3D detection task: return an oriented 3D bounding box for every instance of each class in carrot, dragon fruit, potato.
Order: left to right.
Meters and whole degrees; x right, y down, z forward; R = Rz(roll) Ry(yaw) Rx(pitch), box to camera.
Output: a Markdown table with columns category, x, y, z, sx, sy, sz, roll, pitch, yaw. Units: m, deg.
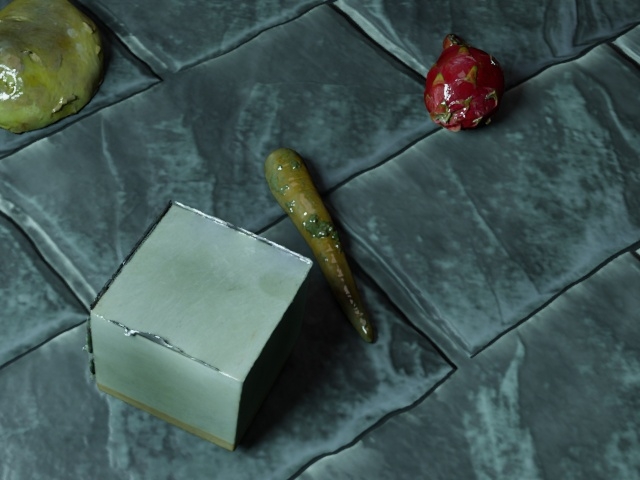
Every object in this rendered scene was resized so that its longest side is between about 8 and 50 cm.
| category | x | y | z | sx | sy | sz | roll | pitch | yaw |
| --- | --- | --- | --- | --- | --- | --- | --- | --- | --- |
| potato | -0.330 | -0.214 | 1.242 | 0.164 | 0.081 | 0.200 | 12 | 48 | 5 |
| carrot | 0.000 | 0.000 | 1.128 | 0.049 | 0.049 | 0.254 | -16 | 58 | -19 |
| dragon fruit | 0.169 | -0.195 | 1.282 | 0.094 | 0.094 | 0.190 | 12 | 38 | 3 |

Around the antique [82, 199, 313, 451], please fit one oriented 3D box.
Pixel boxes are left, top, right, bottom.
| category | x | y | z | sx | sy | sz | roll | pitch | yaw |
| --- | --- | --- | --- | --- | --- | --- | --- | --- | --- |
| antique | -0.107 | 0.078 | 0.976 | 0.152 | 0.148 | 0.146 | 23 | 52 | 12 |
